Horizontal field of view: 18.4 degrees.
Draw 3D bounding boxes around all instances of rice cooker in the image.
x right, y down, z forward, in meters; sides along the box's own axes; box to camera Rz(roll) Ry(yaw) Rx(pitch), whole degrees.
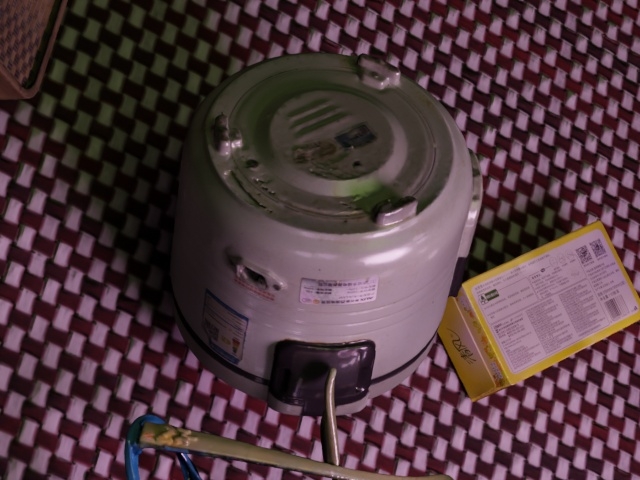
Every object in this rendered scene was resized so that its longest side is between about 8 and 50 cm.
[{"bbox_3d":[0.000,0.000,1.460,0.226,0.244,0.226,6,49,-7],"label":"rice cooker"}]

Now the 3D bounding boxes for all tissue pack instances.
[{"bbox_3d":[0.183,0.059,1.675,0.176,0.062,0.095,-24,85,-36],"label":"tissue pack"}]

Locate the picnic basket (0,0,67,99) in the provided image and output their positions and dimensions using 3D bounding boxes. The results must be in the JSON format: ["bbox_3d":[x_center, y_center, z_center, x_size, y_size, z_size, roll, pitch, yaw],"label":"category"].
[{"bbox_3d":[-0.290,-0.213,1.346,0.266,0.139,0.165,52,44,-52],"label":"picnic basket"}]

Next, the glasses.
[{"bbox_3d":[-0.021,0.187,1.429,0.207,0.102,0.239,-36,118,-7],"label":"glasses"}]
